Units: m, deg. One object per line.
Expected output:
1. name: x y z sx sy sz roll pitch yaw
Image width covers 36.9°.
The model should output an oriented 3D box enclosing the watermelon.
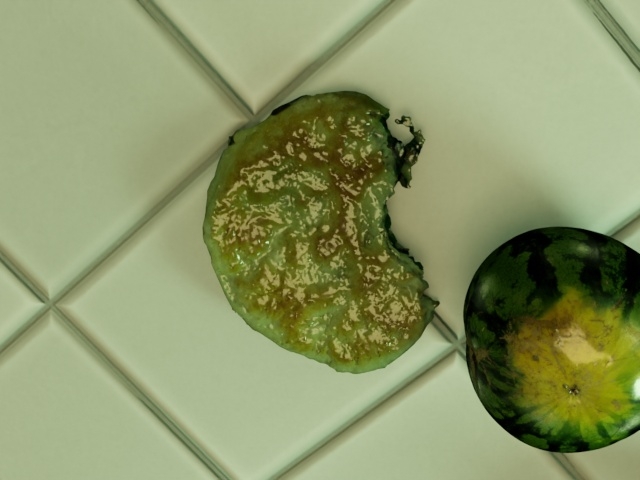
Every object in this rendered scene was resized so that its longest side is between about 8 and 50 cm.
1. watermelon: 0.293 0.112 1.127 0.269 0.269 0.269 3 110 7

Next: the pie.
1. pie: 0.000 0.000 1.218 0.296 0.078 0.371 -7 107 10
